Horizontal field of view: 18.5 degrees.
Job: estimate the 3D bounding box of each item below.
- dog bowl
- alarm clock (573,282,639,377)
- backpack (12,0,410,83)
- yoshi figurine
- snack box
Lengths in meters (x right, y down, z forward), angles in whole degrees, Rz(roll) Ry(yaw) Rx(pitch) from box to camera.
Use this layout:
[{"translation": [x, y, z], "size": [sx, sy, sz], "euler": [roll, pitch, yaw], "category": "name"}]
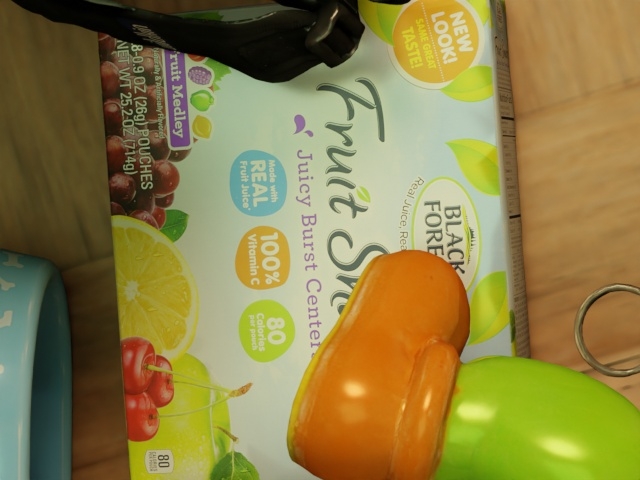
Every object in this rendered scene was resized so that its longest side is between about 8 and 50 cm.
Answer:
[{"translation": [-0.153, 0.141, 0.857], "size": [0.074, 0.166, 0.297], "euler": [1, 92, 0], "category": "dog bowl"}, {"translation": [0.202, 0.030, 0.820], "size": [0.192, 0.064, 0.129], "euler": [-5, 91, 10], "category": "alarm clock"}, {"translation": [-0.130, -0.192, 0.756], "size": [0.263, 0.276, 0.213], "euler": [8, 87, 47], "category": "backpack"}, {"translation": [0.177, 0.117, 0.743], "size": [0.362, 0.203, 0.203], "euler": [17, 78, 16], "category": "yoshi figurine"}, {"translation": [0.000, 0.000, 0.860], "size": [0.174, 0.070, 0.207], "euler": [-3, 93, 12], "category": "snack box"}]
